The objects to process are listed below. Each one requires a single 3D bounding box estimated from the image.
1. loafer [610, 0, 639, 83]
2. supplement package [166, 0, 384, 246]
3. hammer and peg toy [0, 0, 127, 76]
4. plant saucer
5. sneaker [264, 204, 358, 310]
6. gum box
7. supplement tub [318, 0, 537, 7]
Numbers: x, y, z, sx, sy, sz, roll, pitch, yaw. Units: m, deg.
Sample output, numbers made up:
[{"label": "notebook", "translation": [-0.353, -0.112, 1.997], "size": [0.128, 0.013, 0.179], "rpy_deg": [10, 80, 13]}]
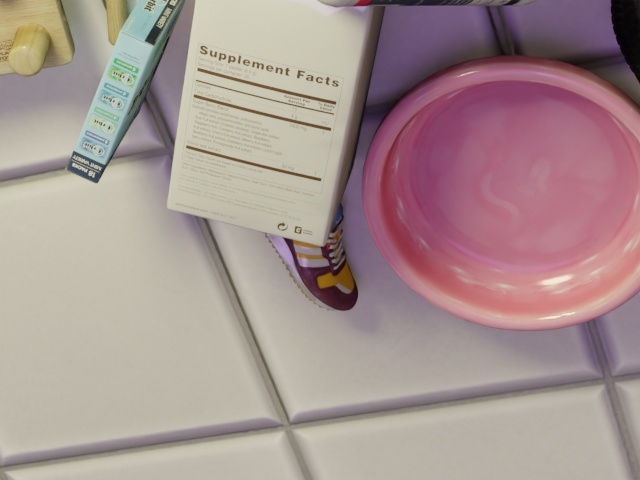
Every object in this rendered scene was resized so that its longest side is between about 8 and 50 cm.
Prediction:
[{"label": "loafer", "translation": [0.356, -0.178, 1.931], "size": [0.078, 0.080, 0.220], "rpy_deg": [-23, 98, -10]}, {"label": "supplement package", "translation": [-0.039, -0.175, 1.973], "size": [0.175, 0.177, 0.293], "rpy_deg": [14, 125, 4]}, {"label": "hammer and peg toy", "translation": [-0.350, -0.276, 1.982], "size": [0.361, 0.127, 0.266], "rpy_deg": [-7, 124, 8]}, {"label": "plant saucer", "translation": [0.213, -0.058, 2.052], "size": [0.332, 0.084, 0.332], "rpy_deg": [6, 125, 8]}, {"label": "sneaker", "translation": [0.000, 0.000, 2.148], "size": [0.084, 0.069, 0.185], "rpy_deg": [-24, 116, 32]}, {"label": "gum box", "translation": [-0.199, -0.174, 2.024], "size": [0.041, 0.157, 0.184], "rpy_deg": [24, 126, -3]}, {"label": "supplement tub", "translation": [0.121, -0.311, 1.788], "size": [0.272, 0.191, 0.191], "rpy_deg": [-3, 127, -19]}]
